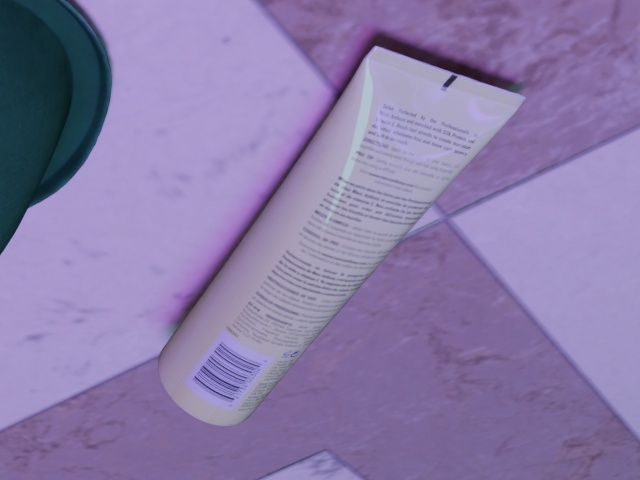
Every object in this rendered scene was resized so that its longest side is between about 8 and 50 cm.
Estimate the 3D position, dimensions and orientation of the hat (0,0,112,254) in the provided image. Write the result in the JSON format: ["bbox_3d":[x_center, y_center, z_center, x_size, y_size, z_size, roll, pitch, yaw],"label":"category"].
[{"bbox_3d":[-0.171,0.015,0.626,0.173,0.183,0.208,11,137,-28],"label":"hat"}]

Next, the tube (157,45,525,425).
[{"bbox_3d":[0.000,0.000,0.768,0.240,0.062,0.070,-52,172,34],"label":"tube"}]
